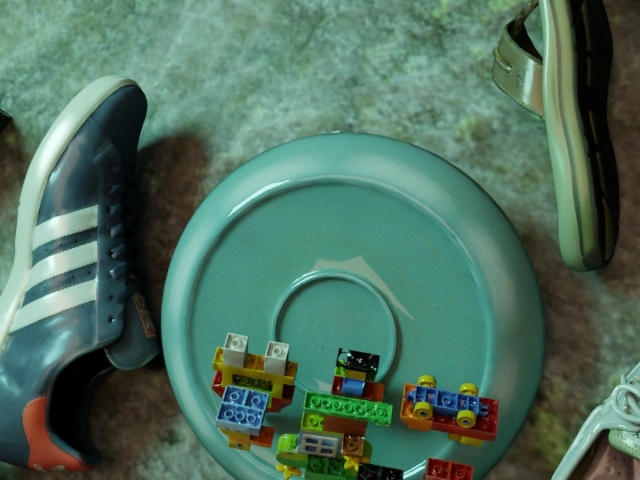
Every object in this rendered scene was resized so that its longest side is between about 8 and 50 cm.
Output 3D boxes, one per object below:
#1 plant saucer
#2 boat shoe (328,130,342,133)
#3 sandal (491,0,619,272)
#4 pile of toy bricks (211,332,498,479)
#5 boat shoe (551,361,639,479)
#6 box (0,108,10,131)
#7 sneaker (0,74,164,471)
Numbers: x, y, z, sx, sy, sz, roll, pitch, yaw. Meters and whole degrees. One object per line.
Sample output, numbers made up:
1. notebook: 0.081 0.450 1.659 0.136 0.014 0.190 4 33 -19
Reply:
1. plant saucer: 0.015 0.073 0.856 0.317 0.043 0.318 1 94 14
2. boat shoe: 0.000 0.000 0.914 0.083 0.065 0.183 -12 75 11
3. sandal: 0.178 -0.123 0.865 0.086 0.120 0.303 -9 74 30
4. pile of toy bricks: 0.016 0.153 0.798 0.212 0.105 0.118 11 45 4
5. boat shoe: 0.218 0.190 0.776 0.118 0.103 0.320 39 91 22
6. box: -0.460 -0.167 1.044 0.261 0.184 0.103 31 90 22
7. sneaker: -0.189 0.034 0.946 0.148 0.131 0.350 18 88 14
